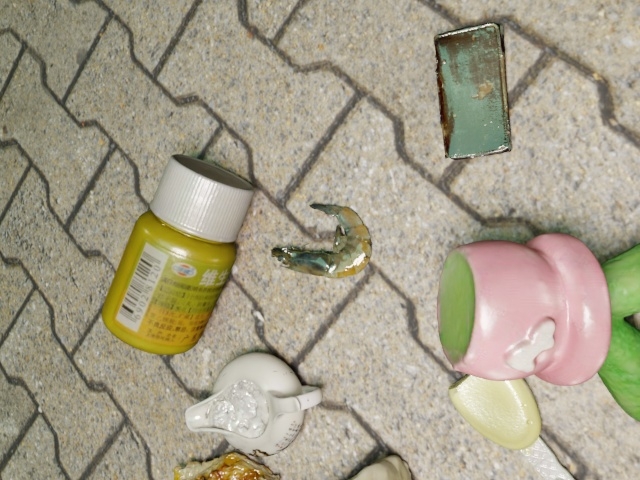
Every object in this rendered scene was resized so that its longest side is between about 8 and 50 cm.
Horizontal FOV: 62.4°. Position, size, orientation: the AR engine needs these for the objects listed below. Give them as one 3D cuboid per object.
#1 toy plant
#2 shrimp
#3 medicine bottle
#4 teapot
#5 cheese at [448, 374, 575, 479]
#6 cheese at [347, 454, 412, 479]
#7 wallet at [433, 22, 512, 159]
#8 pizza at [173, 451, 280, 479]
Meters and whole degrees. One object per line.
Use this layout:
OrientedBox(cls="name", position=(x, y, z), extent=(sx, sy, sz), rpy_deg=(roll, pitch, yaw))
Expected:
OrientedBox(cls="toy plant", position=(0.351, 0.119, 0.757), extent=(0.356, 0.210, 0.317), rpy_deg=(0, 110, -12))
OrientedBox(cls="shrimp", position=(0.000, 0.000, 1.077), extent=(0.217, 0.051, 0.150), rpy_deg=(3, 87, 20))
OrientedBox(cls="medicine bottle", position=(-0.298, 0.028, 1.130), extent=(0.224, 0.224, 0.384), rpy_deg=(30, 103, 25))
OrientedBox(cls="teapot", position=(-0.122, 0.330, 1.077), extent=(0.299, 0.166, 0.208), rpy_deg=(-23, 67, 35))
OrientedBox(cls="cheese", position=(0.339, 0.322, 0.891), extent=(0.127, 0.050, 0.255), rpy_deg=(-46, 72, 18))
OrientedBox(cls="cheese", position=(0.080, 0.554, 0.951), extent=(0.251, 0.173, 0.248), rpy_deg=(-34, 65, 22))
OrientedBox(cls="wallet", position=(0.272, -0.265, 0.946), extent=(0.122, 0.031, 0.232), rpy_deg=(-4, 89, 23))
OrientedBox(cls="pizza", position=(-0.239, 0.573, 1.172), extent=(0.365, 0.074, 0.182), rpy_deg=(-26, 86, 24))
